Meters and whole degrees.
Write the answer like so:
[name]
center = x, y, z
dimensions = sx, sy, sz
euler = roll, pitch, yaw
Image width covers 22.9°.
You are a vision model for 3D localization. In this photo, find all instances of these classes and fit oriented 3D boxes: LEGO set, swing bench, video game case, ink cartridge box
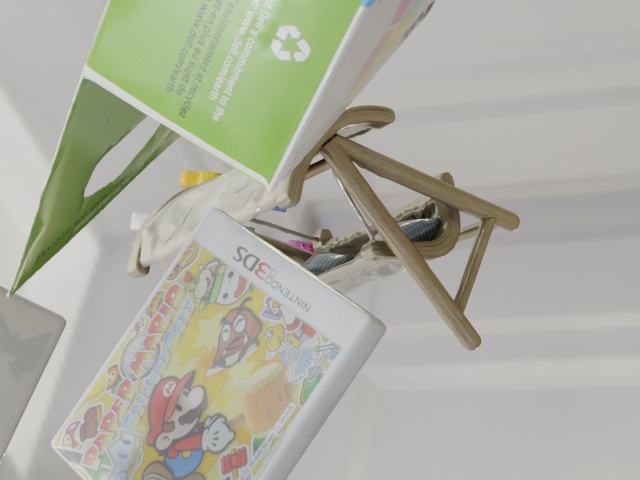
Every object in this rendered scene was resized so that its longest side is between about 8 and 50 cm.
[LEGO set]
center = -0.081, -0.034, 1.722
dimensions = 0.227, 0.093, 0.087
euler = 11, -97, -32
[swing bench]
center = 0.000, 0.000, 1.489
dimensions = 0.254, 0.253, 0.165
euler = 38, -126, -25
[video game case]
center = -0.082, 0.109, 1.160
dimensions = 0.026, 0.206, 0.227
euler = 34, -91, -45
[ink cartridge box]
center = -0.022, -0.086, 0.689
dimensions = 0.189, 0.097, 0.255
euler = -53, -8, -52

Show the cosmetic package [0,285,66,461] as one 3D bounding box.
[cosmetic package]
center = -0.295, 0.096, 1.060
dimensions = 0.151, 0.151, 0.184
euler = 30, -103, -28
